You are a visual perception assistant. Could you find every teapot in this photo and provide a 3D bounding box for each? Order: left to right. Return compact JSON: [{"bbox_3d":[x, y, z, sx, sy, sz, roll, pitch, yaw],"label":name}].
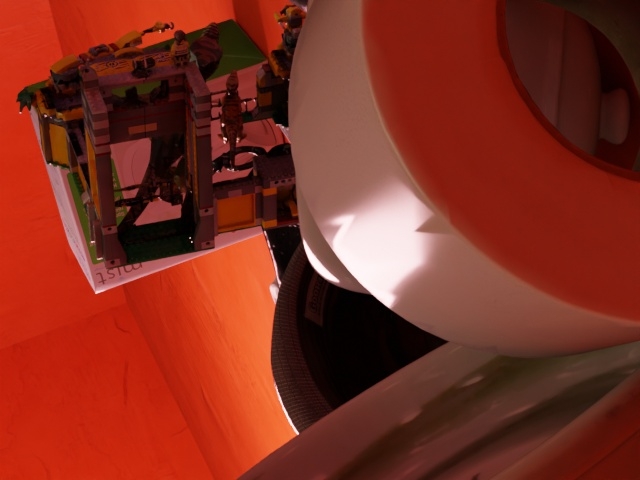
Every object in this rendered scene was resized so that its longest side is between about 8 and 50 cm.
[{"bbox_3d":[0.094,-0.076,0.966,0.256,0.187,0.252,-28,-58,-80],"label":"teapot"}]

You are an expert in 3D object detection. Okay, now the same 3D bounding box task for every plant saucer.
[{"bbox_3d":[0.077,0.146,0.901,0.100,0.400,0.400,59,168,-5],"label":"plant saucer"}]

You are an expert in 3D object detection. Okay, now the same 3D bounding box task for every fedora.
[{"bbox_3d":[0.091,0.074,1.188,0.124,0.244,0.275,41,-170,-47],"label":"fedora"}]

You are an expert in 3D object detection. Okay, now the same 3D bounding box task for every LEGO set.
[{"bbox_3d":[-0.095,-0.130,1.359,0.255,0.331,0.192,-105,13,-49],"label":"LEGO set"}]

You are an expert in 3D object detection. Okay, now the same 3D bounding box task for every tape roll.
[{"bbox_3d":[0.118,-0.074,0.708,0.169,0.246,0.246,145,104,-76],"label":"tape roll"}]

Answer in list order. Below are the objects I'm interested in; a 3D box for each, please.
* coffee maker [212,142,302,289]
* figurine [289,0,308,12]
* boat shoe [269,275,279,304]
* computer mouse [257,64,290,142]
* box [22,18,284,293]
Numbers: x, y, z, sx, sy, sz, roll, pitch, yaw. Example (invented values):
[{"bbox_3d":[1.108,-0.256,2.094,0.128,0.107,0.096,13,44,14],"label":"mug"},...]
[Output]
[{"bbox_3d":[0.000,0.000,1.514,0.171,0.120,0.178,32,144,43],"label":"coffee maker"},{"bbox_3d":[-0.054,-0.298,1.229,0.209,0.092,0.215,28,143,32],"label":"figurine"},{"bbox_3d":[0.010,0.169,1.804,0.118,0.103,0.320,101,146,-66],"label":"boat shoe"},{"bbox_3d":[-0.004,-0.104,1.601,0.193,0.042,0.106,60,169,15],"label":"computer mouse"},{"bbox_3d":[-0.182,-0.098,1.834,0.127,0.262,0.231,-127,22,-50],"label":"box"}]
